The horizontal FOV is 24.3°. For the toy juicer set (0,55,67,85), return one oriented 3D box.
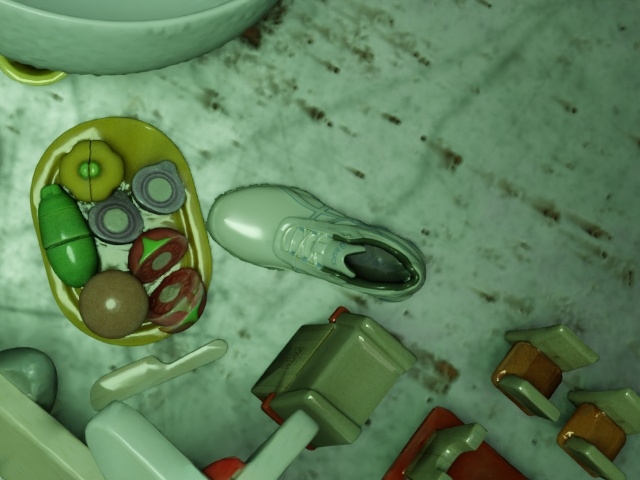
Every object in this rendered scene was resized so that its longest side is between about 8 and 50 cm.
[{"bbox_3d":[-0.337,-0.076,1.085,0.209,0.089,0.329,33,88,-7],"label":"toy juicer set"}]

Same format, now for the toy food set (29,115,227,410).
[{"bbox_3d":[-0.145,0.013,1.120,0.128,0.071,0.218,-16,94,-6],"label":"toy food set"}]

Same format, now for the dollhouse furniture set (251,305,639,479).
[{"bbox_3d":[0.082,0.167,1.126,0.259,0.135,0.262,43,73,-11],"label":"dollhouse furniture set"}]

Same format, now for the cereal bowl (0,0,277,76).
[{"bbox_3d":[-0.167,-0.254,1.046,0.339,0.141,0.339,7,63,-14],"label":"cereal bowl"}]

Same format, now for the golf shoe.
[{"bbox_3d":[0.000,0.000,1.131,0.176,0.086,0.069,15,91,-6],"label":"golf shoe"}]

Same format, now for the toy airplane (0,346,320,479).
[{"bbox_3d":[-0.118,0.229,1.030,0.384,0.272,0.386,2,110,22],"label":"toy airplane"}]
